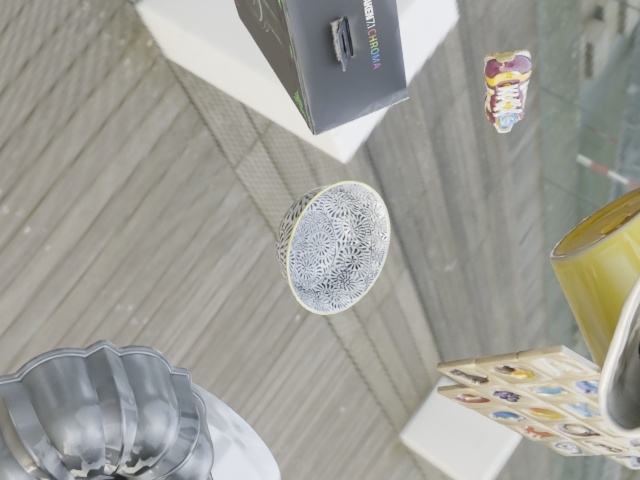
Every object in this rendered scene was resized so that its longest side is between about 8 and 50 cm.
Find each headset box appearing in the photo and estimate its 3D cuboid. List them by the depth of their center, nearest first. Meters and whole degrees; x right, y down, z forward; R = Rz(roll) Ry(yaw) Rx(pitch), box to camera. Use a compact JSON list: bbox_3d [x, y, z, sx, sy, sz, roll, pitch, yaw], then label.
[{"bbox_3d":[-0.014,-0.298,1.230,0.131,0.283,0.246,-23,140,-8],"label":"headset box"}]

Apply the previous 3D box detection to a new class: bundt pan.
[{"bbox_3d":[-0.268,0.287,1.244,0.330,0.124,0.331,-15,127,-20],"label":"bundt pan"}]

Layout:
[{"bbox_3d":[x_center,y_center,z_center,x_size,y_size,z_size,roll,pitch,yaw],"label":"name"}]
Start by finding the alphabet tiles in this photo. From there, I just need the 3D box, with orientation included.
[{"bbox_3d":[0.304,0.189,1.153,0.342,0.285,0.011,29,63,-30],"label":"alphabet tiles"}]

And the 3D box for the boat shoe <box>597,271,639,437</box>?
[{"bbox_3d":[0.218,0.018,0.561,0.088,0.096,0.267,-28,155,-30],"label":"boat shoe"}]

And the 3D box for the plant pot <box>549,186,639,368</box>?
[{"bbox_3d":[0.411,0.071,1.282,0.254,0.239,0.254,-36,-175,3],"label":"plant pot"}]

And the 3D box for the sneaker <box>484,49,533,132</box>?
[{"bbox_3d":[0.263,-0.206,1.484,0.185,0.069,0.084,38,48,-77],"label":"sneaker"}]

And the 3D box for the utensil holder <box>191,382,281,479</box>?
[{"bbox_3d":[-0.308,0.469,1.801,0.385,0.327,0.328,-49,156,-32],"label":"utensil holder"}]

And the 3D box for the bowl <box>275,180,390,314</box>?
[{"bbox_3d":[0.000,0.000,1.327,0.170,0.080,0.170,-16,115,-37],"label":"bowl"}]
